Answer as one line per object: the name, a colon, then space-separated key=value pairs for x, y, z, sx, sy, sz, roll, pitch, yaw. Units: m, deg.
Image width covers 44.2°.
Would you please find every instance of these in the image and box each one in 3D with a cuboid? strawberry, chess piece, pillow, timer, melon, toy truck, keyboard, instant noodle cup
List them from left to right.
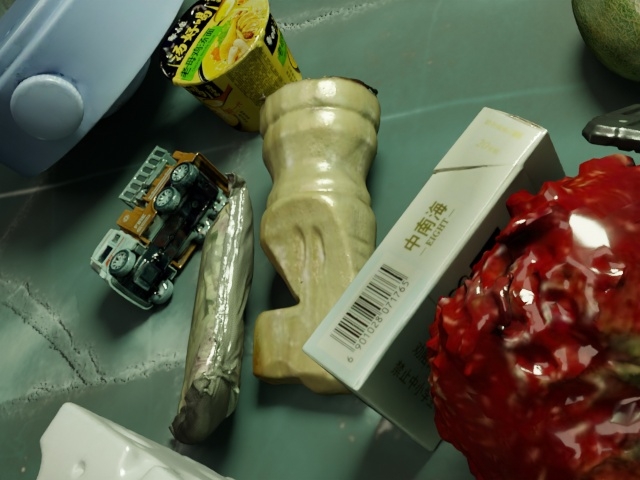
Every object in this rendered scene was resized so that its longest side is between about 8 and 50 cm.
timer: x=-0.324 y=-0.245 z=1.037 sx=0.395 sy=0.173 sz=0.395 roll=-33 pitch=35 yaw=27
toy truck: x=-0.193 y=-0.018 z=0.910 sx=0.115 sy=0.080 sz=0.178 roll=20 pitch=71 yaw=44
pillow: x=-0.098 y=0.070 z=0.773 sx=0.059 sy=0.169 sz=0.255 roll=10 pitch=58 yaw=-10
instant noodle cup: x=-0.098 y=-0.213 z=0.951 sx=0.151 sy=0.122 sz=0.152 roll=-15 pitch=56 yaw=24
chess piece: x=0.000 y=0.000 z=0.768 sx=0.137 sy=0.137 sz=0.301 roll=-11 pitch=66 yaw=26
strawberry: x=0.193 y=0.075 z=0.531 sx=0.274 sy=0.274 sz=0.220 roll=-53 pitch=12 yaw=-8
melon: x=0.291 y=-0.216 z=0.716 sx=0.114 sy=0.114 sz=0.167 roll=-24 pitch=51 yaw=16
keyboard: x=0.288 y=-0.090 z=0.582 sx=0.106 sy=0.262 sz=0.016 roll=19 pitch=116 yaw=37

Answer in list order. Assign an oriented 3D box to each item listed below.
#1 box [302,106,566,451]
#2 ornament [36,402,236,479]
box: x=0.111 y=0.035 z=0.639 sx=0.067 sy=0.155 sz=0.243 roll=30 pitch=78 yaw=40
ornament: x=-0.099 y=0.295 z=0.539 sx=0.239 sy=0.239 sz=0.240 roll=20 pitch=72 yaw=39
